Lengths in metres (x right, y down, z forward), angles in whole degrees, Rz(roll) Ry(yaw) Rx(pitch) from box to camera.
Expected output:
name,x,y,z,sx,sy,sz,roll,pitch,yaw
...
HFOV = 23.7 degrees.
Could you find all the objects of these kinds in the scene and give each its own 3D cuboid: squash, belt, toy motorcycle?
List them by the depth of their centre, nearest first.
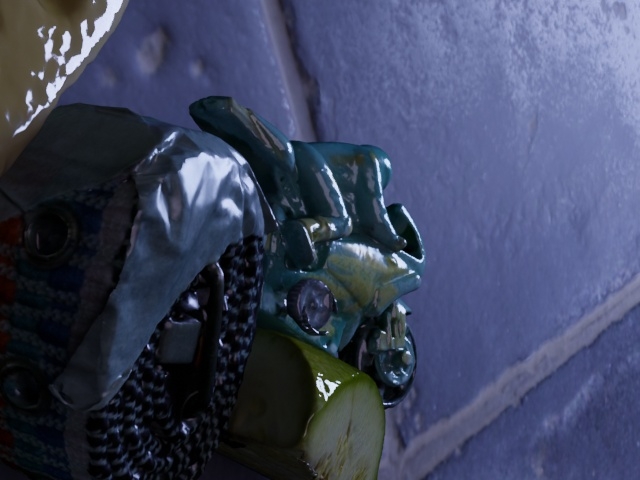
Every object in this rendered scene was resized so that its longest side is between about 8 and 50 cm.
name,x,y,z,sx,sy,sz,roll,pitch,yaw
belt,-0.132,0.039,0.953,0.207,0.150,0.257,-33,134,-58
squash,0.022,0.150,1.130,0.252,0.169,0.093,34,71,-39
toy motorcycle,-0.001,-0.001,1.162,0.296,0.109,0.198,34,63,-42

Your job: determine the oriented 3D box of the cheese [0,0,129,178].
name,x,y,z,sx,sy,sz,roll,pitch,yaw
cheese,-0.241,-0.172,0.870,0.384,0.104,0.383,24,62,-55
